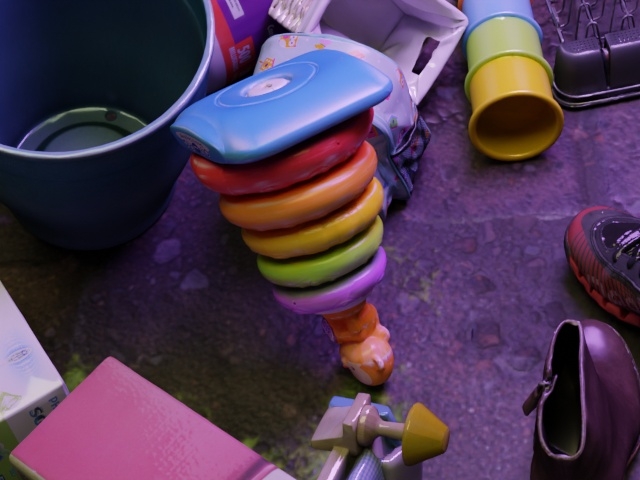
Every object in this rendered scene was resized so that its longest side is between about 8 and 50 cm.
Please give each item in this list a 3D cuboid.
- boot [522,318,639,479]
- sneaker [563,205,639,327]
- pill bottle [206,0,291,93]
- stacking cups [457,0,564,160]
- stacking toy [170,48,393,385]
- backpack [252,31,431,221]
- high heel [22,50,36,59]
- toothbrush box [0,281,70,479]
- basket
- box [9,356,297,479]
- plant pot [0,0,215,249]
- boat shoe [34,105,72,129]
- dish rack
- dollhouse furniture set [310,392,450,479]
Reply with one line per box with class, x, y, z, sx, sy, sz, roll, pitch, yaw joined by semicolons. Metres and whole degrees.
boot;0.216;0.123;1.269;0.090;0.207;0.248;2;52;13
sneaker;0.316;0.039;1.366;0.097;0.135;0.276;-35;52;-14
pill bottle;-0.043;-0.304;1.686;0.323;0.181;0.181;-31;52;-13
stacking cups;0.182;-0.222;1.643;0.096;0.096;0.316;-9;46;4
stacking toy;0.000;0.000;1.374;0.165;0.302;0.175;-27;23;-18
backpack;0.008;-0.110;1.513;0.166;0.188;0.144;12;60;19
high heel;-0.401;-0.230;1.616;0.181;0.377;0.127;-11;82;34
toothbrush box;-0.381;0.164;1.418;0.283;0.122;0.206;-29;52;-13
basket;0.045;-0.227;1.595;0.113;0.167;0.103;-58;37;6
box;-0.120;0.227;1.293;0.232;0.148;0.127;29;62;29
plant pot;-0.234;-0.125;1.515;0.271;0.255;0.272;1;60;-1
boat shoe;-0.401;-0.193;1.720;0.306;0.105;0.113;25;60;28
dish rack;0.322;-0.272;1.659;0.208;0.074;0.271;-11;49;1
dollhouse furniture set;0.057;0.304;1.060;0.198;0.303;0.286;9;37;19
